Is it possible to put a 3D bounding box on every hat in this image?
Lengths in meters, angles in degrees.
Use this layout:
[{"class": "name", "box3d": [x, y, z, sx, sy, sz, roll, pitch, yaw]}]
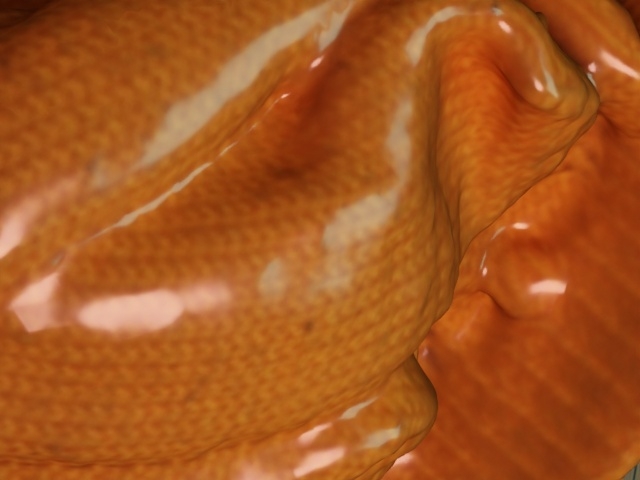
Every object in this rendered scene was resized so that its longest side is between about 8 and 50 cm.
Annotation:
[{"class": "hat", "box3d": [-0.056, -0.003, 0.372, 0.233, 0.244, 0.233, -10, 102, -55]}]
